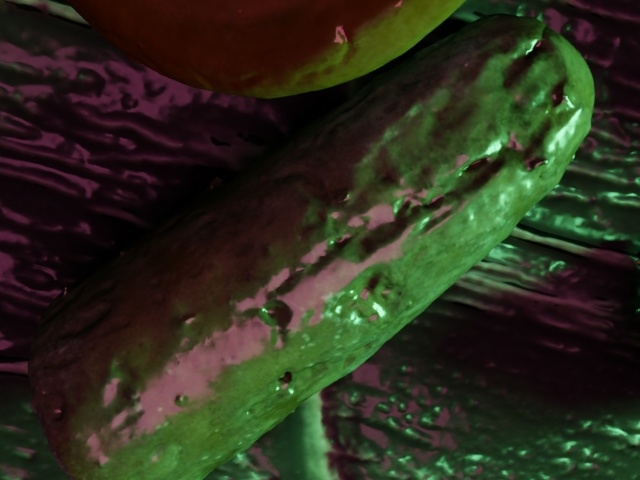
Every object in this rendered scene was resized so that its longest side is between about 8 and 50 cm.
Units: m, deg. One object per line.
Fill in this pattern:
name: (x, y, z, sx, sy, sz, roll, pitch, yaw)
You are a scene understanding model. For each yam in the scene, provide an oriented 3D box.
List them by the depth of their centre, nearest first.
yam: (0.000, 0.000, 0.530, 0.330, 0.133, 0.133, -38, 118, 5)

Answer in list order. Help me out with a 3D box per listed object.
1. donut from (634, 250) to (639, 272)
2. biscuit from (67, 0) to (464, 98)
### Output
donut: (0.288, 0.092, 0.613, 0.144, 0.126, 0.186, -11, 139, 39)
biscuit: (-0.032, -0.185, 0.397, 0.261, 0.037, 0.262, 6, 105, 21)
